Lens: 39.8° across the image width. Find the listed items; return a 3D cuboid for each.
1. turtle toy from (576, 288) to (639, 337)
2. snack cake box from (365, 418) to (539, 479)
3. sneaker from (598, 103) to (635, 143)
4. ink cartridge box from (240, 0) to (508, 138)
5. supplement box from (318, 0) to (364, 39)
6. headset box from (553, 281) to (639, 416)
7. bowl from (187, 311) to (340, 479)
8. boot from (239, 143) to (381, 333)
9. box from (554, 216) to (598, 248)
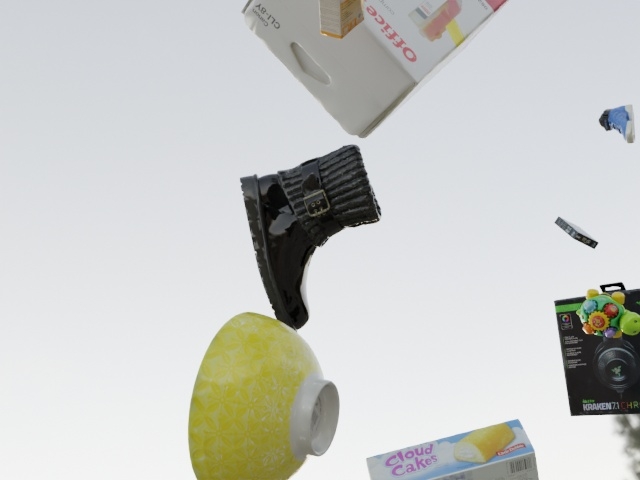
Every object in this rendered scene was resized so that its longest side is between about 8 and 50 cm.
[{"bbox_3d":[0.563,0.151,1.725,0.066,0.130,0.095,-29,-59,-55],"label":"turtle toy"},{"bbox_3d":[0.221,0.407,1.447,0.264,0.089,0.152,-14,-62,-1],"label":"snack cake box"},{"bbox_3d":[0.746,-0.288,2.230,0.084,0.152,0.058,-7,-51,23],"label":"sneaker"},{"bbox_3d":[0.104,-0.380,1.426,0.385,0.279,0.160,-46,3,-42],"label":"ink cartridge box"},{"bbox_3d":[0.028,-0.325,1.166,0.062,0.036,0.098,-48,-32,-37],"label":"supplement box"},{"bbox_3d":[0.667,0.233,1.944,0.246,0.283,0.131,-11,-9,40],"label":"headset box"},{"bbox_3d":[-0.063,0.262,1.360,0.156,0.289,0.289,6,-26,23],"label":"bowl"},{"bbox_3d":[0.000,-0.001,1.728,0.260,0.348,0.131,-12,-5,0],"label":"boot"},{"bbox_3d":[0.555,-0.017,1.919,0.067,0.083,0.018,22,-73,-27],"label":"box"}]
